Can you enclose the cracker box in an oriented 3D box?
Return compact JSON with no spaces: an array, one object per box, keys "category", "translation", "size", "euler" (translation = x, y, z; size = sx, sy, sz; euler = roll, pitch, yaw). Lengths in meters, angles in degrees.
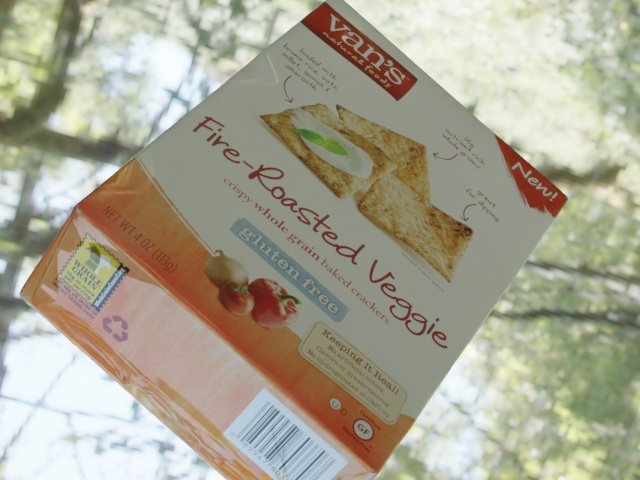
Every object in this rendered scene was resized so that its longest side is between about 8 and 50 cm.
[{"category":"cracker box","translation":[0.000,0.000,0.690],"size":[0.155,0.067,0.232],"euler":[41,-140,1]}]
